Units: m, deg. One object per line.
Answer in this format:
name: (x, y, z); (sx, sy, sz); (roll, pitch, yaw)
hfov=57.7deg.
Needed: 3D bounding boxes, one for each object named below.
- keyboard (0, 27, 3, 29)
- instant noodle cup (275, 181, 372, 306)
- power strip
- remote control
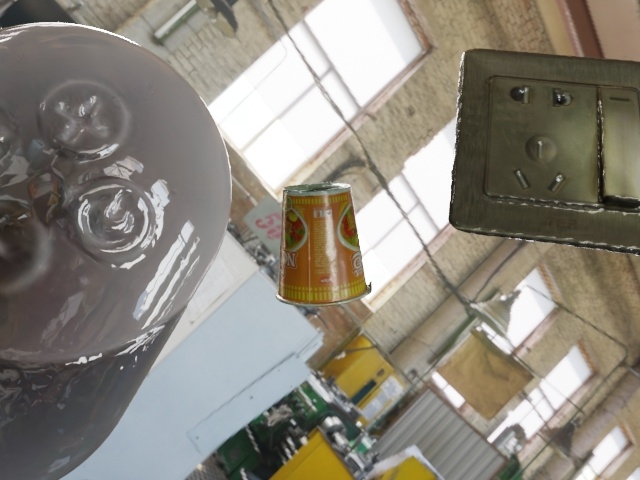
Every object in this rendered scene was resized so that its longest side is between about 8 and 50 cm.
keyboard: (-0.378, -0.190, 0.690); (0.015, 0.129, 0.049); (-9, -26, 32)
instant noodle cup: (0.000, 0.000, 0.977); (0.168, 0.168, 0.185); (-148, -127, -69)
power strip: (0.289, -0.107, 0.715); (0.251, 0.257, 0.092); (6, -20, 11)
remote control: (-0.198, 0.012, 0.384); (0.221, 0.332, 0.103); (30, -6, -6)
